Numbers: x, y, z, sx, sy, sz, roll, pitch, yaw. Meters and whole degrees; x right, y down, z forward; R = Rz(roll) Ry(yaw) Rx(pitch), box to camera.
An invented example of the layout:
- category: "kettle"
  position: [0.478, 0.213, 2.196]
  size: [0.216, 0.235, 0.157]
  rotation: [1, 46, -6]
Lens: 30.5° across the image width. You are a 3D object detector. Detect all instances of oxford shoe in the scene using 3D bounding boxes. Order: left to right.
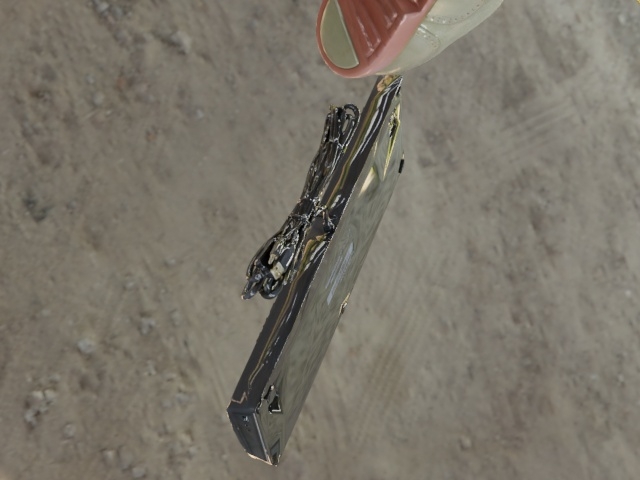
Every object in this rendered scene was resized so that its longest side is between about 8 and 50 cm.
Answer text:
- category: "oxford shoe"
  position: [0.158, -0.318, 1.216]
  size: [0.146, 0.397, 0.141]
  rotation: [-4, 63, -46]

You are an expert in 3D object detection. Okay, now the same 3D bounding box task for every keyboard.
- category: "keyboard"
  position: [0.000, 0.000, 0.883]
  size: [0.202, 0.033, 0.317]
  rotation: [82, 27, -55]

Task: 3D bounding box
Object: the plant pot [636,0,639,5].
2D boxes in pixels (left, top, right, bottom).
- category: "plant pot"
  position: [0.485, -0.353, 1.249]
  size: [0.254, 0.239, 0.254]
  rotation: [-19, 116, -44]
